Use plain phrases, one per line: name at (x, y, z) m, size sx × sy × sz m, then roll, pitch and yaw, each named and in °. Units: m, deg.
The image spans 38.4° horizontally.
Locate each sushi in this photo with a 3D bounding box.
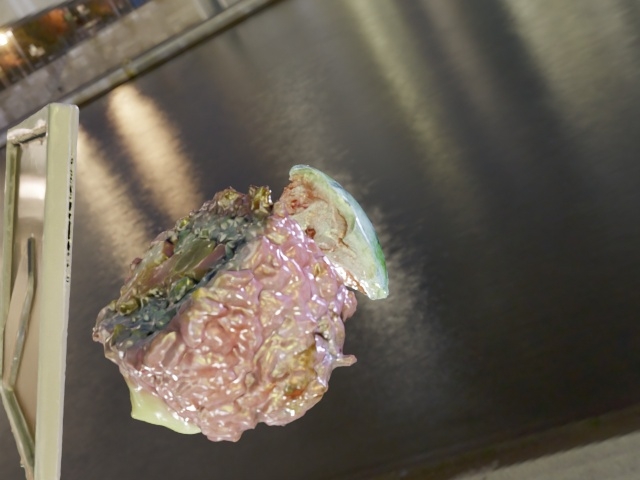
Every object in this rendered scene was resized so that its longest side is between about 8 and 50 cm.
sushi at (-0.100, 0.082, 0.899) m, size 0.236 × 0.171 × 0.270 m, roll -52°, pitch 25°, yaw -17°

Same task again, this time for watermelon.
watermelon at (0.000, 0.000, 1.065) m, size 0.139 × 0.187 × 0.071 m, roll -30°, pitch -11°, yaw -11°

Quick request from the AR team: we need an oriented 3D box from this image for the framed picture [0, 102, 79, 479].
framed picture at (-0.225, 0.028, 0.709) m, size 0.022 × 0.247 × 0.335 m, roll 2°, pitch 2°, yaw -22°
